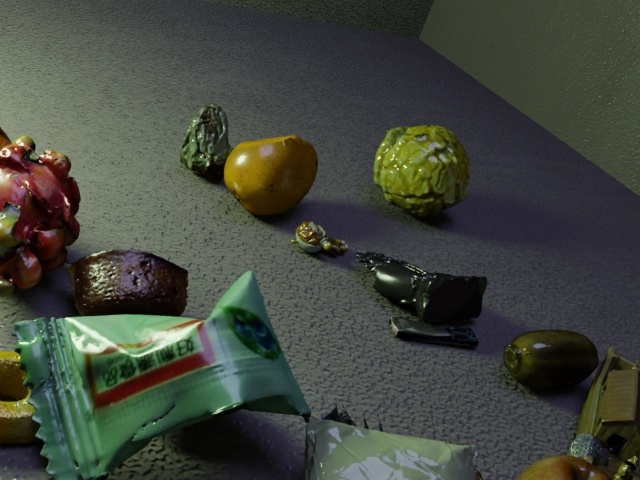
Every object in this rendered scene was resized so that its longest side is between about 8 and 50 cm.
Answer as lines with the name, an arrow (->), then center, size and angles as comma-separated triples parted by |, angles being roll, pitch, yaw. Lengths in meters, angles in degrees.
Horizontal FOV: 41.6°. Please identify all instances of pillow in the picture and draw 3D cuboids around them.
pillow -> 0.103, 0.404, 1.218 | 0.274, 0.076, 0.281 | 11, 53, -6

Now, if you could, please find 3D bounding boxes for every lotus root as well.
lotus root -> 0.500, 0.255, 1.812 | 0.241, 0.124, 0.123 | 1, 16, -35

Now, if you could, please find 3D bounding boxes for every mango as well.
mango -> -0.109, -0.162, 2.049 | 0.160, 0.191, 0.290 | 11, 23, 37

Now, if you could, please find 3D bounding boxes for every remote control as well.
remote control -> 0.249, 0.200, 1.836 | 0.212, 0.028, 0.059 | 10, 31, -22

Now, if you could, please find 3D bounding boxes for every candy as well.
candy -> -0.234, 0.200, 1.263 | 0.397, 0.172, 0.263 | -13, 61, -17

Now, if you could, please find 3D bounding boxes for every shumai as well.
shumai -> -0.265, -0.242, 2.103 | 0.142, 0.184, 0.184 | 26, 27, -5

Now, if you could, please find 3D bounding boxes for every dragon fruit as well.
dragon fruit -> -0.532, -0.042, 1.505 | 0.243, 0.228, 0.307 | -18, 49, -44

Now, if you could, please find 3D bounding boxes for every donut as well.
donut -> -0.347, 0.088, 1.510 | 0.186, 0.144, 0.126 | 30, 37, -45
donut -> -0.468, 0.226, 1.239 | 0.178, 0.065, 0.162 | 3, 33, -33

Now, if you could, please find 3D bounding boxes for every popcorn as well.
popcorn -> 0.276, -0.196, 2.336 | 0.282, 0.247, 0.282 | 6, 16, -2

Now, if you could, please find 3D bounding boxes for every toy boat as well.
toy boat -> 0.581, 0.345, 1.671 | 0.136, 0.162, 0.445 | 25, 28, 12

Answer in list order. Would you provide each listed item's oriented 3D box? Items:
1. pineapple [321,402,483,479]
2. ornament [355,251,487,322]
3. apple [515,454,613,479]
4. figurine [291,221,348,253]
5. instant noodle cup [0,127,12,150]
pineapple -> 0.117, 0.370, 1.360 | 0.277, 0.119, 0.130 | 25, 72, 8
ornament -> 0.220, 0.092, 1.949 | 0.251, 0.106, 0.260 | 3, 16, -43
apple -> 0.391, 0.443, 1.348 | 0.188, 0.174, 0.188 | 15, 27, -8
figurine -> -0.001, -0.002, 1.989 | 0.101, 0.068, 0.143 | 40, 20, 24
instant noodle cup -> -0.726, -0.175, 1.643 | 0.213, 0.213, 0.174 | -3, 29, -39
